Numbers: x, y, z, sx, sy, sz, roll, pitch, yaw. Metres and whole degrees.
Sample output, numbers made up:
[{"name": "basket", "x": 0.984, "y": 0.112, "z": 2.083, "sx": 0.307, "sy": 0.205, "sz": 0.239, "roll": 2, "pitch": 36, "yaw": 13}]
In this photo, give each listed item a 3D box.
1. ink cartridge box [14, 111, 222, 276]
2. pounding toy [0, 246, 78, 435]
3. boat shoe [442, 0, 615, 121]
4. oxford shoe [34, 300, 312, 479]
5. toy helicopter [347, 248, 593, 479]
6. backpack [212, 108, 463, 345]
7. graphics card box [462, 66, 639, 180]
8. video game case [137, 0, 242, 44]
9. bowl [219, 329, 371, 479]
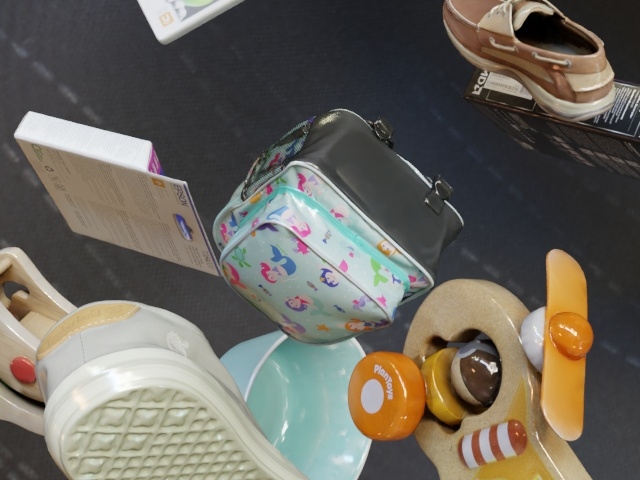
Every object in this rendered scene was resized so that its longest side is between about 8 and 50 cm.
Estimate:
[{"name": "ink cartridge box", "x": -0.338, "y": -0.078, "z": 1.867, "sx": 0.330, "sy": 0.071, "sz": 0.324, "roll": 15, "pitch": 153, "yaw": 15}, {"name": "pounding toy", "x": -0.270, "y": 0.081, "z": 1.039, "sx": 0.270, "sy": 0.155, "sz": 0.154, "roll": 17, "pitch": 122, "yaw": 12}, {"name": "boat shoe", "x": 0.293, "y": -0.292, "z": 1.482, "sx": 0.324, "sy": 0.123, "sz": 0.116, "roll": 42, "pitch": 155, "yaw": 39}, {"name": "oxford shoe", "x": -0.104, "y": 0.196, "z": 0.879, "sx": 0.130, "sy": 0.169, "sz": 0.449, "roll": 56, "pitch": 172, "yaw": 41}, {"name": "toy helicopter", "x": 0.187, "y": 0.166, "z": 0.898, "sx": 0.235, "sy": 0.140, "sz": 0.355, "roll": -59, "pitch": 43, "yaw": 26}, {"name": "backpack", "x": 0.000, "y": 0.000, "z": 1.166, "sx": 0.225, "sy": 0.191, "sz": 0.253, "roll": 41, "pitch": 151, "yaw": -16}, {"name": "graphics card box", "x": 0.435, "y": -0.183, "z": 1.669, "sx": 0.371, "sy": 0.094, "sz": 0.233, "roll": 21, "pitch": 177, "yaw": 44}, {"name": "video game case", "x": -0.095, "y": -0.290, "z": 0.910, "sx": 0.173, "sy": 0.190, "sz": 0.022, "roll": 63, "pitch": -173, "yaw": 4}, {"name": "bowl", "x": -0.071, "y": 0.271, "z": 1.634, "sx": 0.163, "sy": 0.311, "sz": 0.311, "roll": 5, "pitch": 128, "yaw": 41}]
